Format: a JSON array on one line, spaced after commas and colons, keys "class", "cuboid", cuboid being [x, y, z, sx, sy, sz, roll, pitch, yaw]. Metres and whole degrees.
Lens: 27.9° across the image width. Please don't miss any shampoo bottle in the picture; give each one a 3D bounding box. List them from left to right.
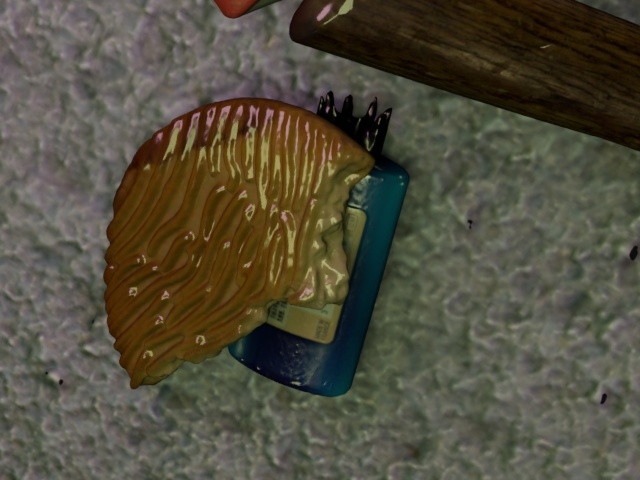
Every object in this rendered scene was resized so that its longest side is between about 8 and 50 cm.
[{"class": "shampoo bottle", "cuboid": [0.000, 0.000, 0.788, 0.087, 0.050, 0.183, 21, 110, 17]}]

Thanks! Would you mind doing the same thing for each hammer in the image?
[{"class": "hammer", "cuboid": [0.187, -0.073, 0.653, 0.409, 0.095, 0.242, 18, 112, -8]}]

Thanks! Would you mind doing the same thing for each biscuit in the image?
[{"class": "biscuit", "cuboid": [-0.064, 0.012, 0.783, 0.176, 0.031, 0.228, 35, 117, 29]}]

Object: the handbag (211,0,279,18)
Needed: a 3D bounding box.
[{"class": "handbag", "cuboid": [0.039, -0.255, 0.641, 0.298, 0.171, 0.151, -35, 95, 21]}]
